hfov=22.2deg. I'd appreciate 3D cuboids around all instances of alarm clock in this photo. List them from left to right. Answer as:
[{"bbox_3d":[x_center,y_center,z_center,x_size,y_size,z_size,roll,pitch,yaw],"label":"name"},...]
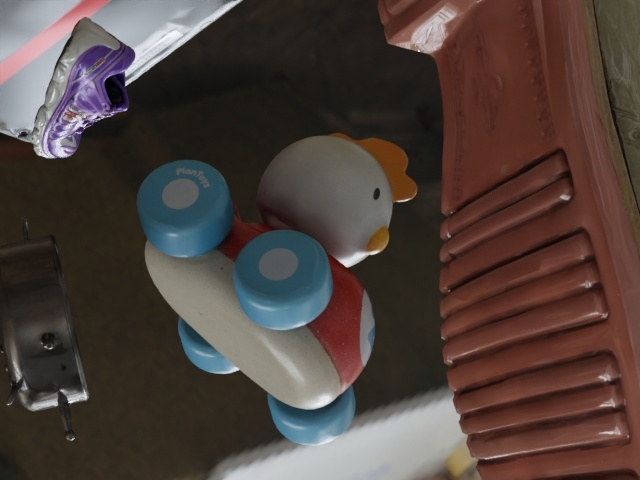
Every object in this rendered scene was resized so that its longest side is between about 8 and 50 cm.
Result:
[{"bbox_3d":[-0.221,0.051,1.251,0.064,0.192,0.129,-10,133,-7],"label":"alarm clock"}]

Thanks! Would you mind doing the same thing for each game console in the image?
[{"bbox_3d":[-0.278,-0.251,1.698,0.386,0.060,0.342,-32,154,24],"label":"game console"}]

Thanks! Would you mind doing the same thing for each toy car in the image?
[{"bbox_3d":[0.000,0.000,1.331,0.238,0.210,0.219,-43,150,-21],"label":"toy car"}]

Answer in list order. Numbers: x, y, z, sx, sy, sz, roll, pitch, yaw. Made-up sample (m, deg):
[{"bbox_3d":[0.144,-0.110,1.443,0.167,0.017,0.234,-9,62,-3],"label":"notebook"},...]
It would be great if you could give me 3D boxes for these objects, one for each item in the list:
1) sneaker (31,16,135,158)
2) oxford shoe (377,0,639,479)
[{"bbox_3d":[-0.206,-0.120,1.430,0.170,0.071,0.068,-55,-170,53],"label":"sneaker"},{"bbox_3d":[0.125,-0.022,0.619,0.146,0.397,0.140,-8,177,-24],"label":"oxford shoe"}]
